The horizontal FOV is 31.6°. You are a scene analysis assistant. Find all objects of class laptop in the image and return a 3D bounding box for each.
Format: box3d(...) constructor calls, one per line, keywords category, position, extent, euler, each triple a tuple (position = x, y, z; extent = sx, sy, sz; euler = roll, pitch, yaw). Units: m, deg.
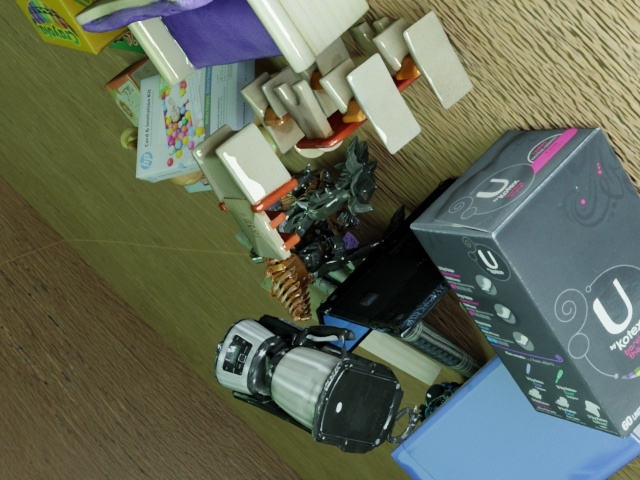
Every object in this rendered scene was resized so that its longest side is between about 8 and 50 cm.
box3d(category="laptop", position=(0.124, 0.051, 1.311), extent=(0.136, 0.234, 0.264), euler=(54, 159, -25))

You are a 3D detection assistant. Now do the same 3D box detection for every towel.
box3d(category="towel", position=(0.062, 0.083, 1.667), extent=(0.324, 0.056, 0.312), euler=(28, 177, 40))

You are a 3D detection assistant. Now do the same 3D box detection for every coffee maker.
box3d(category="coffee maker", position=(-0.009, 0.168, 1.276), extent=(0.178, 0.120, 0.171), euler=(20, 156, 43))

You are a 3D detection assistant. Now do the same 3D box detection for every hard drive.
box3d(category="hard drive", position=(0.261, 0.276, 1.520), extent=(0.210, 0.040, 0.318), euler=(44, 128, 6))

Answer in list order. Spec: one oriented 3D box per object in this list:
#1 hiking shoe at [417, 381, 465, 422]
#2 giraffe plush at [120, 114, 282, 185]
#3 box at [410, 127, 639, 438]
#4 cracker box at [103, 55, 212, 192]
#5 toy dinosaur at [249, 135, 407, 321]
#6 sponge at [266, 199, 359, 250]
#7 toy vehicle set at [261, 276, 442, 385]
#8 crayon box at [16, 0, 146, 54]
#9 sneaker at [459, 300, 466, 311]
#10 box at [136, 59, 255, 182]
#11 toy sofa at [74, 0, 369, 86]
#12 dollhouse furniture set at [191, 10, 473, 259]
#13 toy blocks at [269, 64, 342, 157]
box3d(category="hiking shoe", position=(0.215, 0.268, 1.713), extent=(0.132, 0.113, 0.304), euler=(31, 158, 8))
box3d(category="giraffe plush", position=(-0.184, -0.150, 1.641), extent=(0.210, 0.170, 0.181), euler=(53, 160, -19))
box3d(category="box", position=(0.247, 0.040, 1.137), extent=(0.270, 0.165, 0.143), euler=(53, 160, -21))
box3d(category="cracker box", position=(-0.239, -0.187, 1.840), extent=(0.232, 0.067, 0.156), euler=(53, 160, -16))
box3d(category="toy dinosaur", position=(0.000, 0.000, 1.469), extent=(0.164, 0.218, 0.322), euler=(44, -150, -45))
box3d(category="sponge", position=(-0.041, -0.050, 1.722), extent=(0.210, 0.031, 0.117), euler=(27, 167, 40))
box3d(category="toy vehicle set", position=(0.049, 0.129, 1.690), extent=(0.166, 0.035, 0.267), euler=(28, 177, 45))
box3d(category="crayon box", position=(-0.420, -0.406, 1.756), extent=(0.202, 0.081, 0.318), euler=(20, 149, 51))
box3d(category="sneaker", position=(0.231, 0.049, 1.394), extent=(0.118, 0.067, 0.042), euler=(-17, 117, 35))
box3d(category="box", position=(-0.168, -0.164, 1.511), extent=(0.186, 0.145, 0.038), euler=(-10, 163, 39))
box3d(category="toy sofa", position=(-0.127, -0.259, 1.301), extent=(0.150, 0.177, 0.362), euler=(55, 158, -22))
box3d(category="dollhouse furniture set", position=(0.006, -0.112, 1.192), extent=(0.135, 0.259, 0.262), euler=(57, 159, -19))
box3d(category="toy blocks", position=(-0.040, -0.162, 1.485), extent=(0.123, 0.054, 0.148), euler=(57, 159, -10))
